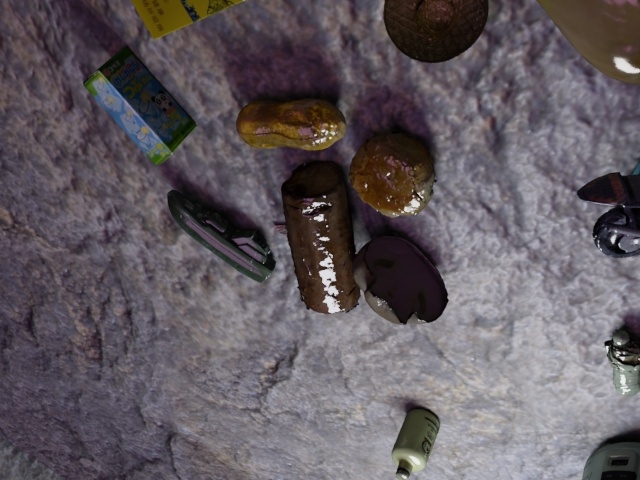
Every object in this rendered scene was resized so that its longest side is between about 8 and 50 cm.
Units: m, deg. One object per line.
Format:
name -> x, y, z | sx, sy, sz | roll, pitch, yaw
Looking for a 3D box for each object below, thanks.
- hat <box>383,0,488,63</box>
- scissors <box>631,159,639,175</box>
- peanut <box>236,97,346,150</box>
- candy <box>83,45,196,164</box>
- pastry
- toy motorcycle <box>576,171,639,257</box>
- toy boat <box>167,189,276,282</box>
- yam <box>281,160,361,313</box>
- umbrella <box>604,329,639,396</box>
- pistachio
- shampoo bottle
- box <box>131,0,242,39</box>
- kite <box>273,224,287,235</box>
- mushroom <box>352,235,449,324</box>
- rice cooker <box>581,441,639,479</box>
hat -> 0.165, -0.315, 1.127 | 0.145, 0.067, 0.146 | 0, 88, 14
scissors -> 0.495, -0.177, 1.078 | 0.180, 0.032, 0.393 | 24, 137, 9
peanut -> -0.050, -0.195, 1.337 | 0.206, 0.087, 0.087 | 5, 130, 30
candy -> -0.323, -0.242, 1.440 | 0.062, 0.097, 0.194 | -24, 114, 43
pastry -> 0.118, -0.108, 1.320 | 0.153, 0.081, 0.153 | 18, 139, 17
toy motorcycle -> 0.517, -0.066, 1.089 | 0.307, 0.108, 0.173 | -17, 133, 17
toy boat -> -0.197, -0.018, 1.589 | 0.260, 0.078, 0.085 | 37, 113, -7
yam -> 0.000, 0.001, 1.457 | 0.131, 0.131, 0.280 | 8, 131, 23
umbrella -> 0.533, 0.212, 1.393 | 0.067, 0.062, 0.144 | 28, 149, 52
pistachio -> 0.347, -0.311, 0.956 | 0.166, 0.197, 0.288 | -41, 83, 4
shampoo bottle -> 0.198, 0.445, 1.713 | 0.079, 0.162, 0.079 | 16, 134, 17
box -> -0.199, -0.427, 1.246 | 0.278, 0.041, 0.153 | -10, 121, 36
kite -> -0.036, 0.009, 1.568 | 0.137, 0.005, 0.152 | 33, 137, -1
mushroom -> 0.136, 0.080, 1.446 | 0.188, 0.141, 0.117 | 41, 158, -6
rice cooker -> 0.600, 0.526, 1.510 | 0.280, 0.227, 0.241 | -9, 123, 36
